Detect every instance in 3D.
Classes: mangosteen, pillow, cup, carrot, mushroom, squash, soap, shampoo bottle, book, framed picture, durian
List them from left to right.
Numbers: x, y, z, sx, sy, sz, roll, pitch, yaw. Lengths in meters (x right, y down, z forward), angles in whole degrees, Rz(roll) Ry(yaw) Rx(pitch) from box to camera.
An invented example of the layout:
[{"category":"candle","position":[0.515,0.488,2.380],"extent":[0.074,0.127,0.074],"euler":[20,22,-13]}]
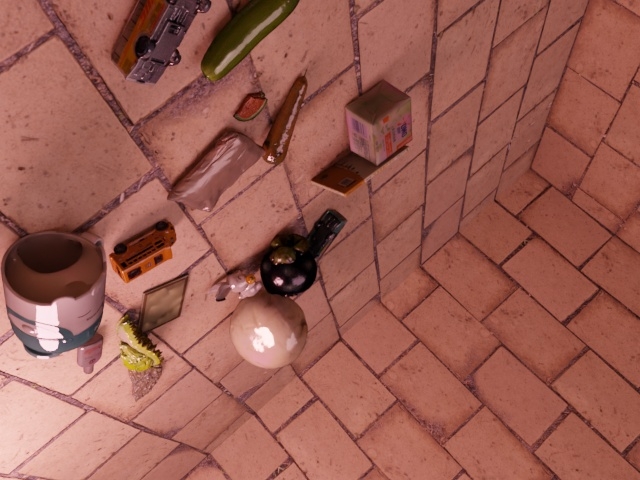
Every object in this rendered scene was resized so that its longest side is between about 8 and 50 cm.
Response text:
[{"category":"cup","position":[-0.609,0.107,1.481],"extent":[0.289,0.219,0.257],"euler":[-68,180,-46]},{"category":"shampoo bottle","position":[-0.709,0.353,1.910],"extent":[0.080,0.040,0.165],"euler":[-26,150,-41]},{"category":"durian","position":[-0.589,0.367,2.041],"extent":[0.132,0.106,0.375],"euler":[-20,145,-13]},{"category":"framed picture","position":[-0.515,0.212,2.036],"extent":[0.173,0.010,0.231],"euler":[-24,149,-40]},{"category":"pillow","position":[-0.280,-0.182,1.701],"extent":[0.270,0.067,0.173],"euler":[-47,151,4]},{"category":"squash","position":[-0.162,-0.473,1.391],"extent":[0.292,0.082,0.082],"euler":[-44,157,0]},{"category":"mushroom","position":[-0.222,0.342,2.430],"extent":[0.315,0.356,0.315],"euler":[-2,94,-35]},{"category":"carrot","position":[-0.093,-0.349,1.748],"extent":[0.078,0.078,0.298],"euler":[-14,136,-51]},{"category":"mangosteen","position":[-0.116,0.091,2.268],"extent":[0.243,0.243,0.243],"euler":[-36,156,-20]},{"category":"book","position":[0.133,-0.256,2.120],"extent":[0.295,0.208,0.020],"euler":[-37,123,-18]},{"category":"soap","position":[0.195,-0.382,2.037],"extent":[0.182,0.138,0.199],"euler":[-38,145,-19]}]

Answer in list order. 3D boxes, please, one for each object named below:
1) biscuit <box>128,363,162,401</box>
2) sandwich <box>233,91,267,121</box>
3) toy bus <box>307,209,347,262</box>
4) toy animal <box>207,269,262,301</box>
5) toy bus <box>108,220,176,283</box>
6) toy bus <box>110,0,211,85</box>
[{"category":"biscuit","position":[-0.639,0.503,2.290],"extent":[0.133,0.032,0.250],"euler":[-32,153,-31]},{"category":"sandwich","position":[-0.183,-0.352,1.633],"extent":[0.101,0.026,0.069],"euler":[-50,153,4]},{"category":"toy bus","position":[0.000,0.000,2.454],"extent":[0.261,0.091,0.109],"euler":[-53,163,22]},{"category":"toy animal","position":[-0.293,0.165,2.200],"extent":[0.182,0.131,0.127],"euler":[20,92,-55]},{"category":"toy bus","position":[-0.472,0.032,1.705],"extent":[0.194,0.088,0.083],"euler":[-33,153,-26]},{"category":"toy bus","position":[-0.303,-0.429,1.198],"extent":[0.268,0.106,0.092],"euler":[-53,156,23]}]
